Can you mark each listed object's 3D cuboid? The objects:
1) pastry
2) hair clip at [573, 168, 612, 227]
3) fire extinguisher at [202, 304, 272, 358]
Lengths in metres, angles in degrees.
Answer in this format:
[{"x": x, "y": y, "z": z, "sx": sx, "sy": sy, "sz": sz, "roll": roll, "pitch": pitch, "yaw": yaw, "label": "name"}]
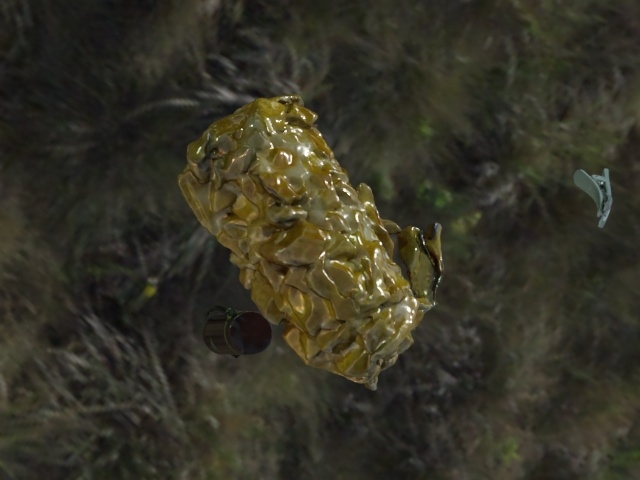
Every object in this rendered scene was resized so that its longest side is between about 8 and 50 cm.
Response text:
[{"x": 0.000, "y": 0.000, "z": 1.051, "sx": 0.102, "sy": 0.250, "sz": 0.154, "roll": -36, "pitch": -178, "yaw": 42, "label": "pastry"}, {"x": 0.300, "y": -0.048, "z": 1.447, "sx": 0.115, "sy": 0.039, "sz": 0.030, "roll": -77, "pitch": 173, "yaw": -67, "label": "hair clip"}, {"x": -0.087, "y": 0.091, "z": 1.310, "sx": 0.043, "sy": 0.158, "sz": 0.064, "roll": -41, "pitch": 98, "yaw": -16, "label": "fire extinguisher"}]
